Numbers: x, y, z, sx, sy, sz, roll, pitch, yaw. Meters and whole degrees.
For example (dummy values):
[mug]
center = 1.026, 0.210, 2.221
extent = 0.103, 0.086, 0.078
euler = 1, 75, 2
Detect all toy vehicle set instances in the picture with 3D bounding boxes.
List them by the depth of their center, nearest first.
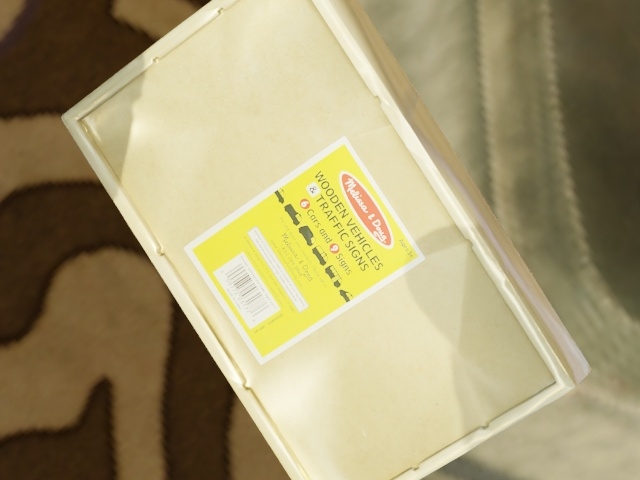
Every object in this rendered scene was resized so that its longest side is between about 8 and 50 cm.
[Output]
[toy vehicle set]
center = 0.000, 0.000, 1.031
extent = 0.267, 0.166, 0.035
euler = 58, 24, 1
